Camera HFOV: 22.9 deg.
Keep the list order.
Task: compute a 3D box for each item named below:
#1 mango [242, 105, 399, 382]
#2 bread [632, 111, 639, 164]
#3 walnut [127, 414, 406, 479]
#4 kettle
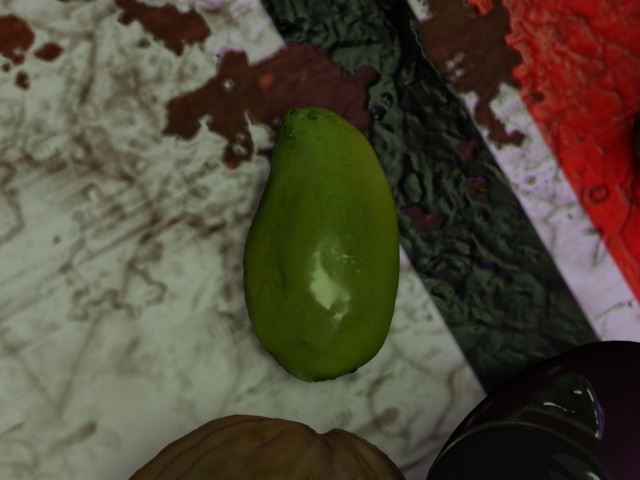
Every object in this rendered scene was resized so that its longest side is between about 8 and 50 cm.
[{"bbox_3d":[0.000,0.000,0.926,0.091,0.074,0.165,-2,83,-11],"label":"mango"},{"bbox_3d":[0.338,-0.083,0.954,0.246,0.195,0.176,-37,88,-15],"label":"bread"},{"bbox_3d":[-0.043,0.206,0.834,0.198,0.198,0.245,27,77,-8],"label":"walnut"},{"bbox_3d":[0.122,0.153,0.844,0.144,0.232,0.202,27,102,22],"label":"kettle"}]
